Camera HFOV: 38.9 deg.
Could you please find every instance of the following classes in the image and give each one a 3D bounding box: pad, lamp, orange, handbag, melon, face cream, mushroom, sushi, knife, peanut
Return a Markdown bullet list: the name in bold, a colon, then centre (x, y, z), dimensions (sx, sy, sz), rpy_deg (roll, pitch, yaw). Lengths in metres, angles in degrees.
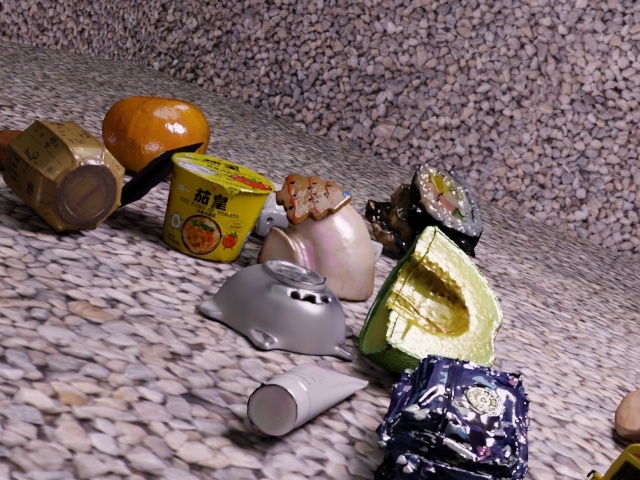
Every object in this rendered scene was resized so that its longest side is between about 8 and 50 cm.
- **pad**: centre (-0.299, -0.109, 1.590), dimensions (0.004, 0.181, 0.267), rpy_deg (50, 13, -3)
- **lamp**: centre (-0.403, -0.103, 1.422), dimensions (0.161, 0.161, 0.185), rpy_deg (5, 19, -45)
- **orange**: centre (-0.349, -0.221, 1.948), dimensions (0.240, 0.171, 0.240), rpy_deg (4, 11, -1)
- **handbag**: centre (0.149, 0.209, 1.000), dimensions (0.161, 0.113, 0.260), rpy_deg (14, 19, 11)
- **melon**: centre (0.160, 0.129, 1.308), dimensions (0.169, 0.129, 0.265), rpy_deg (33, 41, -6)
- **face cream**: centre (-0.015, 0.174, 1.052), dimensions (0.092, 0.058, 0.243), rpy_deg (17, 6, 15)
- **mushroom**: centre (0.026, 0.000, 1.574), dimensions (0.173, 0.162, 0.236), rpy_deg (23, 15, 24)
- **sushi**: centre (0.222, -0.038, 1.985), dimensions (0.238, 0.218, 0.225), rpy_deg (41, 37, -33)
- **knife**: centre (-0.006, -0.001, 1.746), dimensions (0.265, 0.073, 0.040), rpy_deg (16, 5, -22)
- **peanut**: centre (0.474, 0.258, 1.330), dimensions (0.076, 0.076, 0.152), rpy_deg (24, 19, 24)

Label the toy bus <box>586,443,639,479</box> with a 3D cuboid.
- **toy bus**: centre (0.365, 0.282, 0.907), dimensions (0.331, 0.151, 0.145), rpy_deg (6, 20, -45)

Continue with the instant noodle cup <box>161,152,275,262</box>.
- **instant noodle cup**: centre (-0.184, -0.051, 1.538), dimensions (0.182, 0.144, 0.182), rpy_deg (18, 14, -5)

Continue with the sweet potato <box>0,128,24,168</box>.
- **sweet potato**: centre (-0.503, -0.142, 1.614), dimensions (0.251, 0.097, 0.097), rpy_deg (16, 12, 13)

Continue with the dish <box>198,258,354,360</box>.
- **dish**: centre (-0.039, 0.086, 1.297), dimensions (0.227, 0.086, 0.236), rpy_deg (28, 16, 35)

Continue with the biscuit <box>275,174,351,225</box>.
- **biscuit**: centre (-0.012, -0.075, 1.533), dimensions (0.129, 0.019, 0.120), rpy_deg (-2, 48, -5)

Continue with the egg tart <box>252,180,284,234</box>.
- **egg tart**: centre (-0.099, -0.069, 1.844), dimensions (0.234, 0.094, 0.234), rpy_deg (16, 12, -3)
